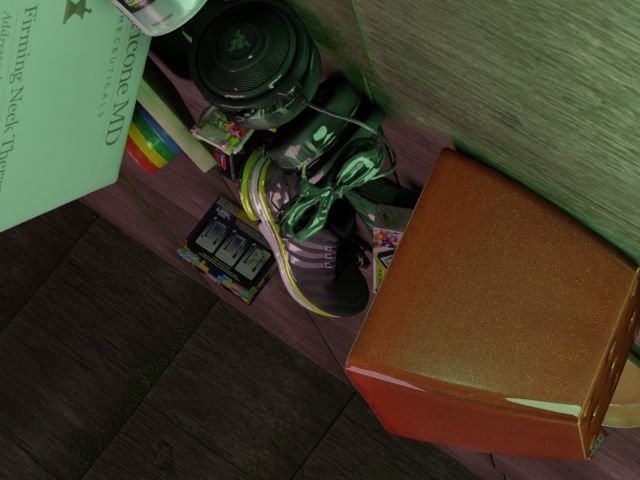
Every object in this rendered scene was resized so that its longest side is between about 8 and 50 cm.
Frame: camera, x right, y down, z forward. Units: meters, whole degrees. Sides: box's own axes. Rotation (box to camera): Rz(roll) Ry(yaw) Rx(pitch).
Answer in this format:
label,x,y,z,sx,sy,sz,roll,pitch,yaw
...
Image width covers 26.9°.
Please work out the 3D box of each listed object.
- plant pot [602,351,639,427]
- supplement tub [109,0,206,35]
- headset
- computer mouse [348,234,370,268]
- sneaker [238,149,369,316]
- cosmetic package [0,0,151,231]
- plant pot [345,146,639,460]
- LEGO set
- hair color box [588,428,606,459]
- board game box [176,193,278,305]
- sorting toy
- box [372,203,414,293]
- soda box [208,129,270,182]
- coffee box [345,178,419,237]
label,x,y,z,sx,sy,sz,roll,pitch,yaw
plant pot,0.333,0.166,1.740,0.236,0.032,0.236,23,153,13
supplement tub,-0.198,-0.307,1.345,0.190,0.117,0.117,43,168,-31
headset,-0.048,-0.130,1.436,0.243,0.185,0.394,44,177,-34
computer mouse,-0.017,-0.042,2.034,0.188,0.072,0.272,31,180,17
sneaker,0.000,0.000,1.833,0.121,0.111,0.300,3,140,38
cosmetic package,-0.436,-0.216,1.475,0.327,0.393,0.329,32,124,20
plant pot,0.209,0.097,1.458,0.235,0.267,0.267,19,163,20
LEGO set,-0.116,-0.153,1.754,0.132,0.107,0.287,43,168,-28
hair color box,0.384,0.279,2.133,0.093,0.053,0.167,27,166,40
board game box,-0.160,0.017,2.509,0.170,0.141,0.048,35,167,14
sorting toy,-0.275,-0.214,1.795,0.257,0.089,0.255,49,-175,-37
box,0.125,0.021,1.723,0.114,0.036,0.207,9,156,7
soda box,-0.117,-0.122,1.911,0.169,0.060,0.053,-146,51,-69
coffee box,0.104,-0.021,1.786,0.113,0.040,0.184,29,166,32
